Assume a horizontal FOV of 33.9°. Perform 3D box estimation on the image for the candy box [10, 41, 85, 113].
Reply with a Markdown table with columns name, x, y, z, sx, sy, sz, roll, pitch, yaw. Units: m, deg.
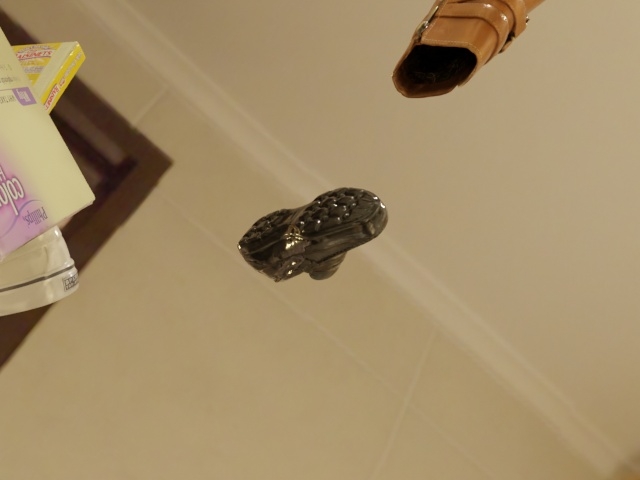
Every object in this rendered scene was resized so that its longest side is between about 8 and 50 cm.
| name | x | y | z | sx | sy | sz | roll | pitch | yaw |
| --- | --- | --- | --- | --- | --- | --- | --- | --- | --- |
| candy box | -0.359 | -0.165 | 1.112 | 0.206 | 0.105 | 0.027 | 1 | -45 | 22 |

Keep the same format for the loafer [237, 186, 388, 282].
| name | x | y | z | sx | sy | sz | roll | pitch | yaw |
| --- | --- | --- | --- | --- | --- | --- | --- | --- | --- |
| loafer | 0.000 | 0.000 | 1.091 | 0.078 | 0.076 | 0.223 | 49 | -33 | -18 |

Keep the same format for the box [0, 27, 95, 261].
| name | x | y | z | sx | sy | sz | roll | pitch | yaw |
| --- | --- | --- | --- | --- | --- | --- | --- | --- | --- |
| box | -0.260 | -0.088 | 0.609 | 0.117 | 0.213 | 0.243 | -27 | -81 | 5 |

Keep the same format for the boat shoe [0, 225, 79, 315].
| name | x | y | z | sx | sy | sz | roll | pitch | yaw |
| --- | --- | --- | --- | --- | --- | --- | --- | --- | --- |
| boat shoe | -0.359 | 0.033 | 0.957 | 0.268 | 0.096 | 0.088 | -10 | -75 | 9 |

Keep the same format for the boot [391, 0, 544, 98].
| name | x | y | z | sx | sy | sz | roll | pitch | yaw |
| --- | --- | --- | --- | --- | --- | --- | --- | --- | --- |
| boot | 0.193 | -0.261 | 1.045 | 0.109 | 0.220 | 0.283 | 48 | -34 | -13 |
